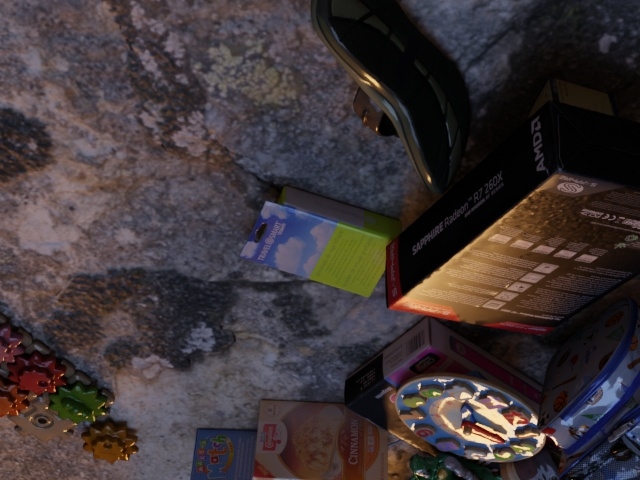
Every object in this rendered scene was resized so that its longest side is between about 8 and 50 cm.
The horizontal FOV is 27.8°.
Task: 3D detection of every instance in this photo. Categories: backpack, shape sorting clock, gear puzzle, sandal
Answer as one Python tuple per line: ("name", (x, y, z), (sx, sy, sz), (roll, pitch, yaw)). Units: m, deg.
("backpack", (0.415, 0.191, 1.645), (0.213, 0.276, 0.263), (41, 120, -13))
("shape sorting clock", (0.197, 0.240, 1.720), (0.206, 0.040, 0.206), (12, 142, 9))
("gear puzzle", (-0.402, 0.237, 1.855), (0.175, 0.044, 0.339), (-31, 124, 27))
("sandal", (0.075, -0.177, 1.423), (0.086, 0.120, 0.303), (1, 140, 44))

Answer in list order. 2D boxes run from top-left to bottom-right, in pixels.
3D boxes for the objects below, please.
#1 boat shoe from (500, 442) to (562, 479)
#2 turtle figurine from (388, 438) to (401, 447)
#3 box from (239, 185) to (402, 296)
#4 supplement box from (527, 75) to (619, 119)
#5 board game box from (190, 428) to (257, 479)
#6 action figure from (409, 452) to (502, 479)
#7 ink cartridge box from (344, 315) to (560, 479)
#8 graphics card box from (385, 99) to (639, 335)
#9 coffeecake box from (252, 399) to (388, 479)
("boat shoe", (0.378, 0.378, 1.828), (0.285, 0.103, 0.092), (37, 124, -21))
("turtle figurine", (0.096, 0.384, 1.923), (0.234, 0.118, 0.175), (-28, 126, 32))
("box", (0.000, 0.000, 1.616), (0.178, 0.042, 0.109), (17, 130, -12))
("supplement box", (0.286, -0.129, 1.454), (0.083, 0.083, 0.056), (15, 131, -12))
("board game box", (-0.081, 0.345, 1.859), (0.211, 0.160, 0.039), (3, 134, 1))
("action figure", (0.204, 0.362, 1.839), (0.232, 0.063, 0.137), (36, 109, -31))
("ink cartridge box", (0.229, 0.252, 1.827), (0.371, 0.069, 0.176), (31, 127, -26))
("graphics card box", (0.256, -0.011, 1.468), (0.233, 0.094, 0.371), (11, 152, -21))
("coffeecake box", (0.001, 0.302, 1.826), (0.185, 0.142, 0.068), (2, 132, 1))
